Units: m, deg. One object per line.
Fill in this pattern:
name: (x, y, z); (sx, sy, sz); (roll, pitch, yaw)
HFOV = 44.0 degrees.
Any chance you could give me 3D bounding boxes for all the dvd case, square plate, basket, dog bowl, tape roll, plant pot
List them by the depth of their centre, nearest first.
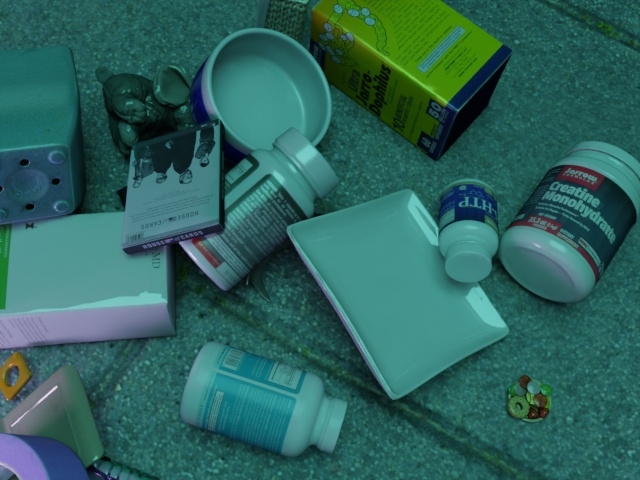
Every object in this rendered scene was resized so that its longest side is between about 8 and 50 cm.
tape roll: (-0.478, 0.437, 1.211); (0.275, 0.090, 0.274); (-9, 70, 26)
dvd case: (-0.252, -0.096, 1.373); (0.180, 0.029, 0.238); (-14, 53, 12)
plant pot: (-0.528, -0.164, 1.383); (0.247, 0.247, 0.252); (-11, 43, -23)
square plate: (0.141, 0.084, 1.428); (0.347, 0.049, 0.344); (-19, 69, -42)
dog bowl: (-0.115, -0.271, 1.545); (0.265, 0.104, 0.264); (8, 73, -28)
basket: (-0.076, -0.500, 1.671); (0.103, 0.167, 0.113); (13, 66, -3)

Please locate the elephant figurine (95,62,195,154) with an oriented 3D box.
elephant figurine: (-0.297, -0.263, 1.577); (0.240, 0.185, 0.169); (-16, 25, -21)

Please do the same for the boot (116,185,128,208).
boot: (-0.368, -0.056, 1.523); (0.121, 0.045, 0.099); (-16, 71, -18)

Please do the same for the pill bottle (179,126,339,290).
pill bottle: (-0.114, -0.059, 1.412); (0.283, 0.161, 0.161); (-41, 75, -4)

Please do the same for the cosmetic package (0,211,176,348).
cosmetic package: (-0.445, 0.070, 1.404); (0.366, 0.155, 0.196); (-6, 63, -5)

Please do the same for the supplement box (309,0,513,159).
supplement box: (0.171, -0.370, 1.615); (0.357, 0.194, 0.195); (39, 70, 13)

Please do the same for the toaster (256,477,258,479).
toaster: (-0.149, 0.493, 1.267); (0.168, 0.110, 0.185); (-17, 69, -12)

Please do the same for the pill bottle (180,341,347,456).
pill bottle: (-0.092, 0.276, 1.344); (0.264, 0.146, 0.146); (18, 67, 4)

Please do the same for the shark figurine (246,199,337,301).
shark figurine: (-0.028, -0.008, 1.491); (0.279, 0.116, 0.166); (-18, 68, -13)

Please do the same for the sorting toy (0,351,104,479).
sorting toy: (-0.448, 0.330, 1.315); (0.196, 0.047, 0.347); (-37, 59, 13)

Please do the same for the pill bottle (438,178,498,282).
pill bottle: (0.277, -0.017, 1.486); (0.112, 0.112, 0.186); (9, 47, 0)

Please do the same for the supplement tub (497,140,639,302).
supplement tub: (0.478, -0.036, 1.493); (0.191, 0.191, 0.272); (35, 69, 11)

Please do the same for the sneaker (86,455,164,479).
sneaker: (-0.326, 0.426, 1.309); (0.224, 0.083, 0.098); (18, 77, 16)

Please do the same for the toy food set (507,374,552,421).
toy food set: (0.381, 0.288, 1.440); (0.083, 0.020, 0.082); (13, 66, 2)
